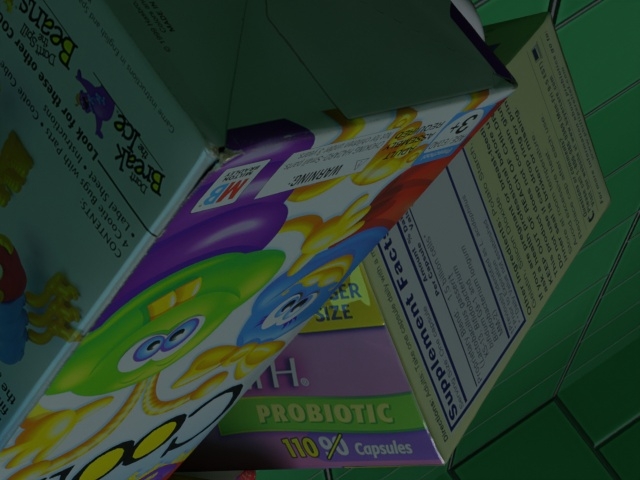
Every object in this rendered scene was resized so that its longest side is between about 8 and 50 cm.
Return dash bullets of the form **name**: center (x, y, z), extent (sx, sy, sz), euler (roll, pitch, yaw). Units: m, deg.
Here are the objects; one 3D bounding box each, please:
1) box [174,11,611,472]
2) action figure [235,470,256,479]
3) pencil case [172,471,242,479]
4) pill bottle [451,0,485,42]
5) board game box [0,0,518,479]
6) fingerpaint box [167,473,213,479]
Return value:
- **box**: center (0.000, 0.000, 0.734), extent (0.214, 0.117, 0.243), euler (-8, -156, 34)
- **action figure**: center (-0.130, 0.276, 1.503), extent (0.139, 0.091, 0.280), euler (-42, 165, -18)
- **pencil case**: center (-0.069, 0.080, 1.011), extent (0.410, 0.160, 0.183), euler (-41, -179, 17)
- **pill bottle**: center (0.013, -0.119, 0.657), extent (0.086, 0.152, 0.086), euler (-9, 133, -10)
- **board game box**: center (-0.089, -0.007, 0.512), extent (0.142, 0.144, 0.275), euler (-17, 155, -47)
- **fingerpaint box**: center (-0.139, 0.267, 0.841), extent (0.444, 0.371, 0.163), euler (63, 38, -54)
